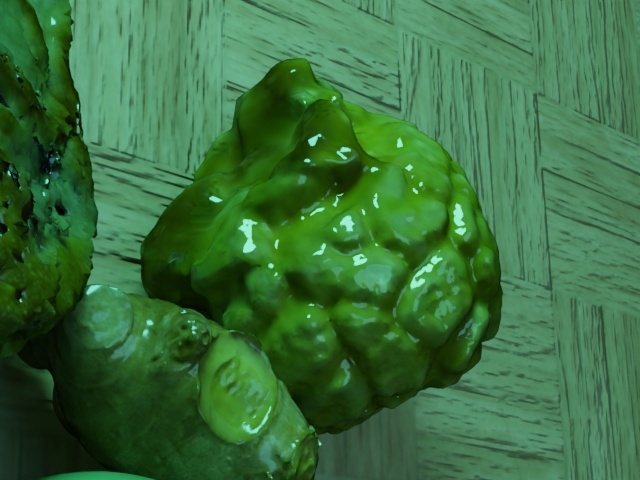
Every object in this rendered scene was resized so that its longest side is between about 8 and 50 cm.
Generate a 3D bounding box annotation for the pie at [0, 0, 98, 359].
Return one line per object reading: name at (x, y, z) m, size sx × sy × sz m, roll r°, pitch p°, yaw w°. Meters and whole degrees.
pie at (-0.271, -0.124, 0.685) m, size 0.395 × 0.180 × 0.418 m, roll 18°, pitch 52°, yaw -45°

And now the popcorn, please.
popcorn at (0.000, 0.000, 0.921) m, size 0.237 × 0.206 × 0.251 m, roll -23°, pitch 81°, yaw -34°

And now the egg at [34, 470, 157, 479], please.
egg at (-0.100, 0.246, 0.700) m, size 0.270 × 0.220 × 0.220 m, roll 59°, pitch 43°, yaw -14°

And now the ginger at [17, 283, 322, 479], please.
ginger at (-0.081, 0.107, 0.797) m, size 0.216 × 0.157 × 0.102 m, roll 43°, pitch 48°, yaw -15°
